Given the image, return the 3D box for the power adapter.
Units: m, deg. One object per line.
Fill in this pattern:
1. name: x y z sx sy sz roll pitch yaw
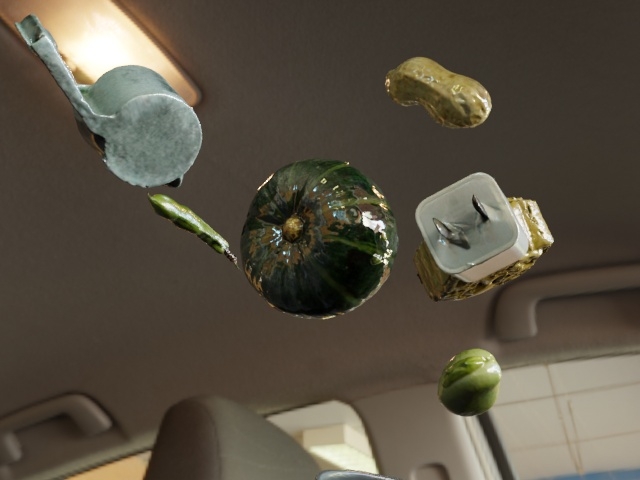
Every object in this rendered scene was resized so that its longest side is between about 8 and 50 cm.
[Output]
1. power adapter: 0.217 -0.021 1.086 0.130 0.125 0.205 -28 -17 14

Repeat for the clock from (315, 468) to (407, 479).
1. clock: 0.143 0.350 0.873 0.325 0.067 0.325 16 -7 2

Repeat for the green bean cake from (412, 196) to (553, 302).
1. green bean cake: 0.312 0.025 1.465 0.224 0.131 0.230 -15 -19 -16

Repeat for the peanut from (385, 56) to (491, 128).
1. peanut: 0.208 -0.270 1.355 0.098 0.229 0.103 -18 -47 -44

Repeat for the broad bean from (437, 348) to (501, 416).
1. broad bean: 0.283 0.275 1.404 0.124 0.082 0.175 -9 -48 -8

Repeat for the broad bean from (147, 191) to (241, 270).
1. broad bean: -0.313 -0.034 1.855 0.318 0.098 0.056 39 -92 -36

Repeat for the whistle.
1. whistle: -0.392 -0.240 1.365 0.404 0.168 0.188 24 -74 -40

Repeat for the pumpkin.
1. pumpkin: 0.000 0.000 1.346 0.300 0.300 0.207 -21 -27 25
